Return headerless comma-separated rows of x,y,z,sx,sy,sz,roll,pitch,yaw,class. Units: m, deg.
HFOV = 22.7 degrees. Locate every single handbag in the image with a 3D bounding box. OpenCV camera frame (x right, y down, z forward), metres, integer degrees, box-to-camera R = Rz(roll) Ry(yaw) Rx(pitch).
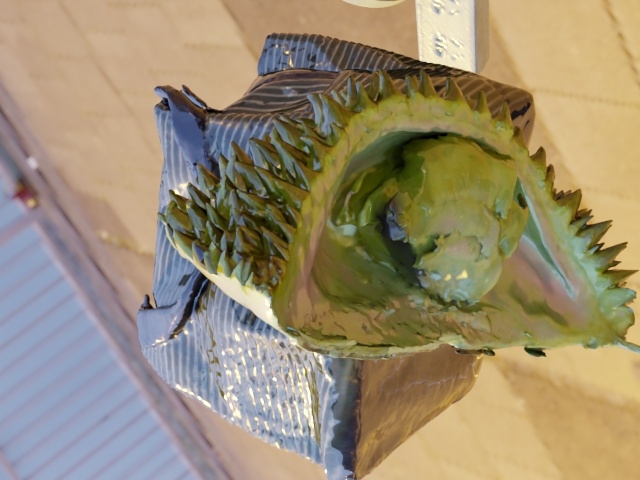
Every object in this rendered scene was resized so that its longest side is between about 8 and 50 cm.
0.000,0.000,1.256,0.240,0.247,0.340,27,130,25,handbag

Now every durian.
0.048,0.006,0.911,0.157,0.355,0.169,-34,61,37,durian

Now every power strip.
0.175,-0.336,2.112,0.093,0.053,0.288,20,146,22,power strip

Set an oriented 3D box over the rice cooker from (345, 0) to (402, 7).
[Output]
0.075,-0.367,1.636,0.226,0.226,0.244,53,144,-3,rice cooker
